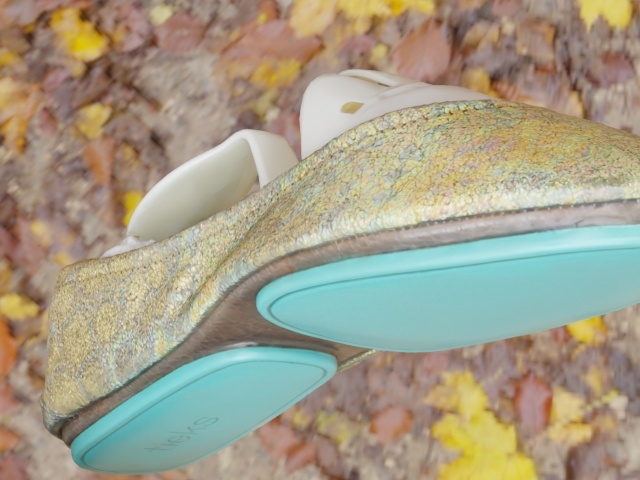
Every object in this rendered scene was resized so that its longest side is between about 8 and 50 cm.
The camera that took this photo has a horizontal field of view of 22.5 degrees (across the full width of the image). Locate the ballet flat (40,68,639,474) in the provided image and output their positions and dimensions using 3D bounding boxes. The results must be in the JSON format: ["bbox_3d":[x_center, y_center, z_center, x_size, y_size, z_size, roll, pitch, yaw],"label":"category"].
[{"bbox_3d":[0.000,0.000,0.612,0.348,0.123,0.123,-27,106,46],"label":"ballet flat"}]
